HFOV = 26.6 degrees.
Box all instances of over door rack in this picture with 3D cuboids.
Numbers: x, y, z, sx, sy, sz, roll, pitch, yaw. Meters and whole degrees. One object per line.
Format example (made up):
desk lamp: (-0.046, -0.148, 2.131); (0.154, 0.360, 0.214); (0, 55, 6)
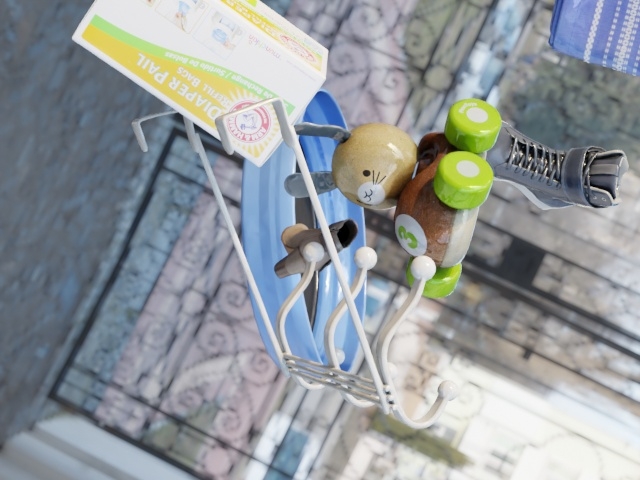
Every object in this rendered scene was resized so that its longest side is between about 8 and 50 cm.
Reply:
over door rack: (-0.013, 0.004, 1.212); (0.108, 0.324, 0.239); (-37, -163, -20)

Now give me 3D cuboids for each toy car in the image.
toy car: (0.059, -0.056, 1.284); (0.155, 0.188, 0.149); (103, 2, -47)

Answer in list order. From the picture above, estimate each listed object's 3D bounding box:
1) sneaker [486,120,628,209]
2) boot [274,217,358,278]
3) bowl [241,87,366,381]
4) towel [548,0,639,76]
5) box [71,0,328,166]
sneaker: (0.310, -0.106, 1.805); (0.226, 0.163, 0.086); (25, 76, -38)
boot: (0.000, 0.000, 1.407); (0.087, 0.042, 0.118); (-27, -160, 24)
bowl: (-0.017, -0.006, 1.795); (0.391, 0.077, 0.391); (-4, 90, -75)
towel: (0.400, -0.259, 1.333); (0.040, 0.336, 0.243); (-29, 134, -56)
box: (-0.102, -0.175, 1.212); (0.103, 0.203, 0.114); (-52, -168, 18)
